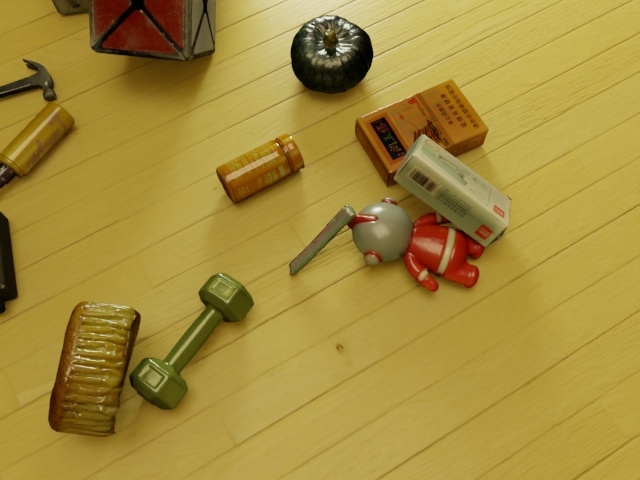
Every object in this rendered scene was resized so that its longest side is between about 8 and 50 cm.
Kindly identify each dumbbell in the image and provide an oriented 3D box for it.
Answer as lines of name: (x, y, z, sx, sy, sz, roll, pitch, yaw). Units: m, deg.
dumbbell: (-0.267, 0.208, 1.384, 0.121, 0.108, 0.302, 33, 70, 15)

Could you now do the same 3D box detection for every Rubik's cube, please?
Rubik's cube: (-0.403, -0.587, 1.636, 0.259, 0.254, 0.260, 9, 22, 7)

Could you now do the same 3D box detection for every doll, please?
doll: (0.196, 0.003, 1.483, 0.336, 0.105, 0.199, 17, 67, 0)

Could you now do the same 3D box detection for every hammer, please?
hammer: (-0.841, -0.384, 1.711, 0.290, 0.037, 0.137, -19, 66, -8)

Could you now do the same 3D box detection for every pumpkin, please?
pumpkin: (0.028, -0.473, 1.675, 0.212, 0.152, 0.211, 1, 79, -4)

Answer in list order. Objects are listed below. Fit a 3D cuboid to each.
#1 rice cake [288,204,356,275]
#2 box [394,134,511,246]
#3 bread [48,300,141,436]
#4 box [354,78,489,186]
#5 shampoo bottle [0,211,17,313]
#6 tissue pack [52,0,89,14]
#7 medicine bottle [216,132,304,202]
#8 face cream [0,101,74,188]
rice cake: (0.000, 0.001, 1.470, 0.207, 0.033, 0.033, -45, 77, 15)
box: (0.300, -0.112, 1.475, 0.269, 0.079, 0.135, 37, 35, -3)
bread: (-0.445, 0.251, 1.300, 0.142, 0.227, 0.253, 17, 60, -17)
box: (0.244, -0.264, 1.616, 0.274, 0.076, 0.174, -24, 66, -10)
shampoo bottle: (-0.739, 0.049, 1.482, 0.080, 0.079, 0.246, -16, 66, -5)
tissue pack: (-0.698, -0.860, 1.795, 0.124, 0.288, 0.394, -7, 65, -1)
medicine bottle: (-0.143, -0.171, 1.568, 0.192, 0.096, 0.096, -28, 68, -13)
face cream: (-0.717, -0.217, 1.608, 0.078, 0.078, 0.273, 29, 68, 14)
